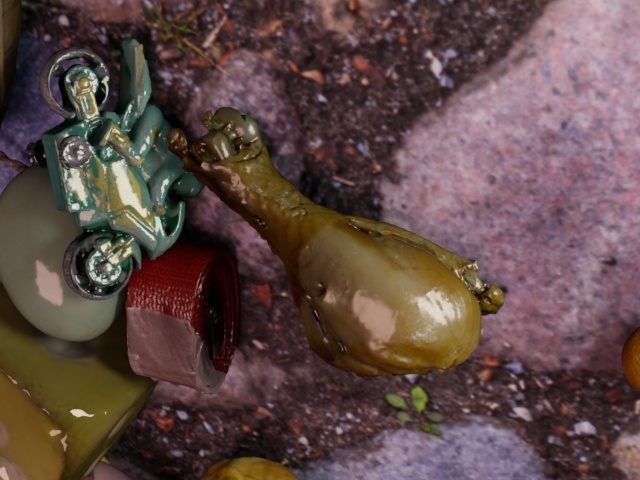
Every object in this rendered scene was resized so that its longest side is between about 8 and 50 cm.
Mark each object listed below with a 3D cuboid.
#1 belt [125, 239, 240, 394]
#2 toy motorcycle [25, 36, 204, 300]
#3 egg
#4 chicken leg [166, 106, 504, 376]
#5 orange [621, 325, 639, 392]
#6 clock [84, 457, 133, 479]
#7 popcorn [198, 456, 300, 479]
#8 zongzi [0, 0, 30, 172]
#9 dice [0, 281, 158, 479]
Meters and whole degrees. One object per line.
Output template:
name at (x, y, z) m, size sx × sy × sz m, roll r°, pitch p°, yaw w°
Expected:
belt at (-0.181, 0.093, 1.650) m, size 0.124 × 0.128 × 0.201 m, roll 12°, pitch 120°, yaw 22°
toy motorcycle at (-0.230, -0.087, 1.543) m, size 0.109 × 0.198 × 0.297 m, roll 11°, pitch 115°, yaw 60°
egg at (-0.322, 0.014, 1.640) m, size 0.168 × 0.168 × 0.231 m, roll -21°, pitch 84°, yaw 35°
chicken leg at (0.000, 0.000, 1.507) m, size 0.429 × 0.152 × 0.201 m, roll 43°, pitch 117°, yaw 8°
orange at (0.367, 0.130, 1.421) m, size 0.085 × 0.085 × 0.085 m, roll 13°, pitch 124°, yaw 20°
clock at (-0.368, 0.508, 1.830) m, size 0.368 × 0.377 × 0.251 m, roll -24°, pitch 114°, yaw 17°
popcorn at (-0.099, 0.387, 1.753) m, size 0.253 × 0.191 × 0.190 m, roll -27°, pitch 90°, yaw 45°
zongzi at (-0.495, -0.176, 1.436) m, size 0.218 × 0.467 × 0.500 m, roll 19°, pitch 127°, yaw 10°
dice at (-0.373, 0.195, 1.749) m, size 0.238 × 0.227 × 0.233 m, roll 39°, pitch 129°, yaw 3°
